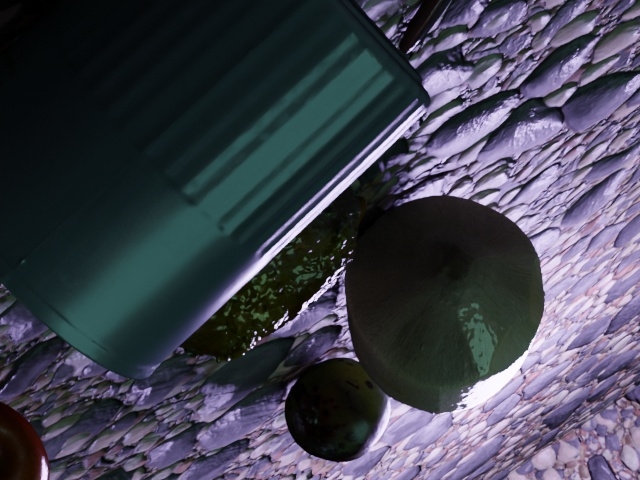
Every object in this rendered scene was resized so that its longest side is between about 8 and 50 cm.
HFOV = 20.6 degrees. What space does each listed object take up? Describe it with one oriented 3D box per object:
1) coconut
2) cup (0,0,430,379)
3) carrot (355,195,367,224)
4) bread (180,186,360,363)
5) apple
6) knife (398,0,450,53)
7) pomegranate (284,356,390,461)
[{"bbox_3d":[0.144,0.073,2.087,0.237,0.237,0.266,-31,158,-16],"label":"coconut"},{"bbox_3d":[-0.093,-0.085,1.360,0.311,0.257,0.331,-42,157,8],"label":"cup"},{"bbox_3d":[0.000,0.000,1.975,0.139,0.048,0.048,-48,157,19],"label":"carrot"},{"bbox_3d":[-0.072,0.000,1.674,0.246,0.176,0.195,-45,160,19],"label":"bread"},{"bbox_3d":[-0.349,0.234,1.749,0.163,0.163,0.139,-19,164,-39],"label":"apple"},{"bbox_3d":[0.147,-0.271,1.680,0.035,0.018,0.247,-5,141,-49],"label":"knife"},{"bbox_3d":[0.025,0.219,2.362,0.148,0.148,0.169,-43,-176,14],"label":"pomegranate"}]
